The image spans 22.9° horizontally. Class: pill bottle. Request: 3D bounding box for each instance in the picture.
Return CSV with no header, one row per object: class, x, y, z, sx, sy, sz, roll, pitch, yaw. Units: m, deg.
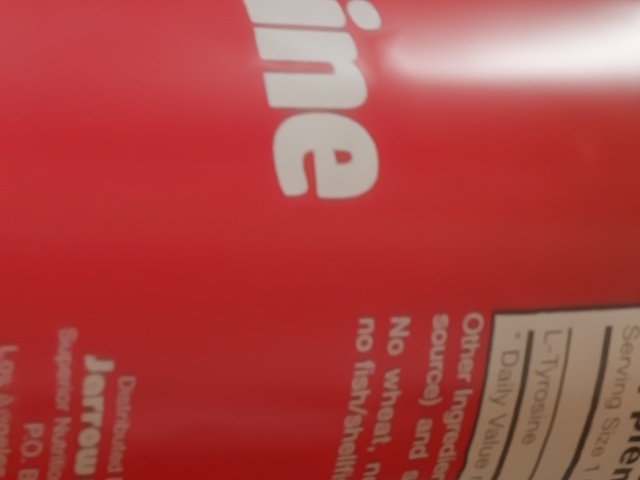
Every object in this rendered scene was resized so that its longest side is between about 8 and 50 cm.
pill bottle,0.000,0.000,0.525,0.408,0.229,0.229,-2,24,-27
